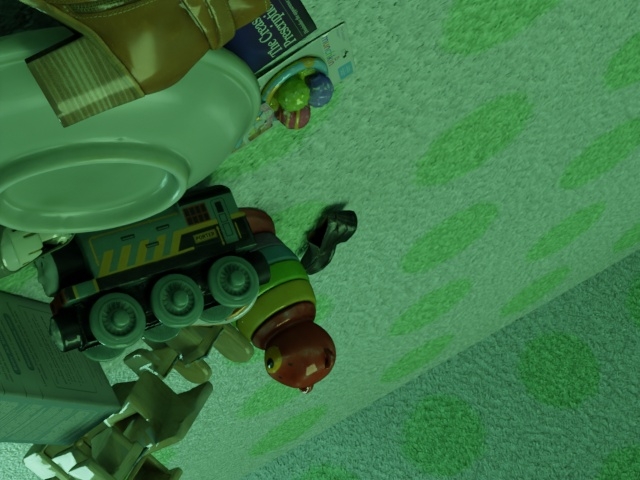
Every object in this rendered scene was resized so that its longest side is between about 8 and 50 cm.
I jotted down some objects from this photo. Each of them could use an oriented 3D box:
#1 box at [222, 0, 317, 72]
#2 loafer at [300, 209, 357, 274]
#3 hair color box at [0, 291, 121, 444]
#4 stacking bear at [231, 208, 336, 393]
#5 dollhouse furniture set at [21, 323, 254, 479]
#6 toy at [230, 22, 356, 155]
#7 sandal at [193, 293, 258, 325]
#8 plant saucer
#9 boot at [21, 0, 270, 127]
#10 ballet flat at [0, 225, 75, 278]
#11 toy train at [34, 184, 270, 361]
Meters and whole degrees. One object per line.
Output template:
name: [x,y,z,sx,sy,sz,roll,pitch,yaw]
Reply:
box: [-0.133,-0.257,1.061,0.184,0.103,0.261,-32,159,6]
loafer: [0.000,0.000,1.883,0.061,0.062,0.170,11,133,-30]
hair color box: [-0.451,0.176,1.441,0.113,0.185,0.374,-35,159,9]
stacking bear: [-0.079,0.110,1.672,0.164,0.289,0.175,-8,148,-47]
dollhouse furniture set: [-0.297,0.362,1.769,0.394,0.256,0.362,-30,-158,44]
toy: [-0.045,-0.184,1.401,0.237,0.056,0.137,-31,160,-3]
sandal: [-0.226,0.089,1.577,0.265,0.102,0.076,-9,175,3]
plant saucer: [-0.253,-0.088,1.088,0.400,0.101,0.400,-10,164,-3]
boot: [-0.180,-0.256,0.848,0.220,0.284,0.109,-31,-157,-9]
ballet flat: [-0.351,-0.004,1.219,0.068,0.072,0.213,-8,-166,13]
toy train: [-0.235,0.044,1.450,0.333,0.190,0.142,-18,171,-28]
